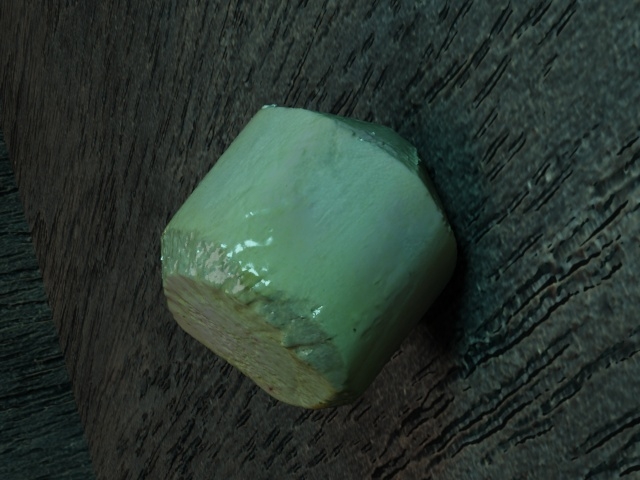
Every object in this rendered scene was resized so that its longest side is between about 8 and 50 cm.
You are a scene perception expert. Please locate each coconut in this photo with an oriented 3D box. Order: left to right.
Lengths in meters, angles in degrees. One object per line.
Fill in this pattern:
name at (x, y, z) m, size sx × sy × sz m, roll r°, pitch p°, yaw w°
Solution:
coconut at (0.000, 0.000, 1.135) m, size 0.239 × 0.244 × 0.239 m, roll 30°, pitch 154°, yaw 16°
